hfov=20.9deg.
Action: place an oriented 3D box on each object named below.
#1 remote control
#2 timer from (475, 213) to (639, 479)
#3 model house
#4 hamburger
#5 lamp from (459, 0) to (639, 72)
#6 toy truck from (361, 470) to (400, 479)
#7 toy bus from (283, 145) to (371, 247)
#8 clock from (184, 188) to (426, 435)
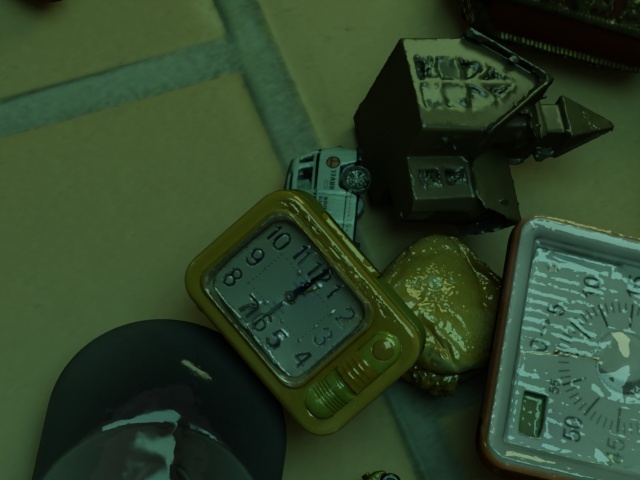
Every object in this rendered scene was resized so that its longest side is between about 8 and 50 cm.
[{"bbox_3d":[-0.146,0.227,1.544,0.221,0.103,0.332,14,64,-12],"label":"remote control"},{"bbox_3d":[0.270,0.127,1.646,0.250,0.161,0.257,20,65,-18],"label":"timer"},{"bbox_3d":[0.184,-0.095,1.715,0.248,0.181,0.176,-2,65,-18],"label":"model house"},{"bbox_3d":[0.115,0.073,1.689,0.138,0.083,0.147,39,62,7],"label":"hamburger"},{"bbox_3d":[0.273,-0.277,1.828,0.274,0.177,0.177,12,66,-11],"label":"lamp"},{"bbox_3d":[0.060,0.257,1.618,0.054,0.049,0.083,-35,82,-23],"label":"toy truck"},{"bbox_3d":[0.000,0.000,1.687,0.089,0.087,0.193,6,68,-2],"label":"toy bus"},{"bbox_3d":[-0.012,0.063,1.572,0.143,0.096,0.202,-42,86,11],"label":"clock"}]
